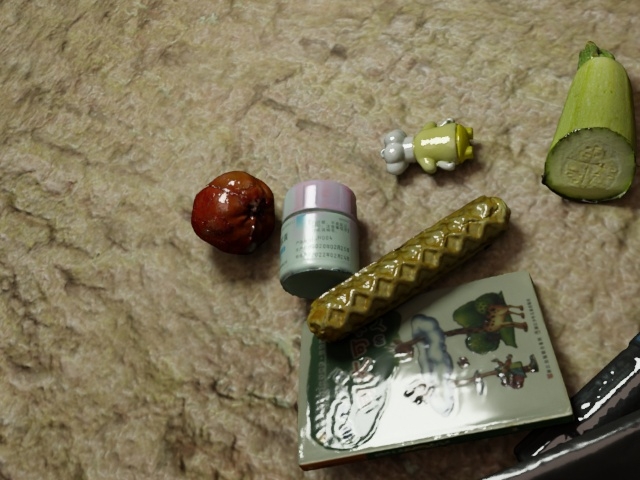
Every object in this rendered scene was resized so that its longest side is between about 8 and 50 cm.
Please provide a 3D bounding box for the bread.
[{"bbox_3d":[0.138,0.041,1.084,0.367,0.077,0.084,-33,26,-11],"label":"bread"}]

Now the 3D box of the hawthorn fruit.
[{"bbox_3d":[-0.163,-0.048,1.254,0.171,0.148,0.148,-3,62,42],"label":"hawthorn fruit"}]

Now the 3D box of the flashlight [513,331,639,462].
[{"bbox_3d":[0.428,0.174,0.925,0.424,0.103,0.103,-44,57,-1],"label":"flashlight"}]

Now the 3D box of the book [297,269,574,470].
[{"bbox_3d":[0.146,0.181,1.018,0.370,0.043,0.260,-15,40,13],"label":"book"}]

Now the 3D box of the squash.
[{"bbox_3d":[0.439,-0.212,1.100,0.137,0.137,0.288,9,66,25],"label":"squash"}]

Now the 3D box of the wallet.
[{"bbox_3d":[0.390,0.307,0.852,0.377,0.051,0.197,-26,91,7],"label":"wallet"}]

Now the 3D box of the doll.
[{"bbox_3d":[0.181,-0.159,1.212,0.162,0.062,0.106,-4,59,20],"label":"doll"}]

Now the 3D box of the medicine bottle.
[{"bbox_3d":[0.000,0.000,1.163,0.135,0.135,0.169,-8,62,18],"label":"medicine bottle"}]
